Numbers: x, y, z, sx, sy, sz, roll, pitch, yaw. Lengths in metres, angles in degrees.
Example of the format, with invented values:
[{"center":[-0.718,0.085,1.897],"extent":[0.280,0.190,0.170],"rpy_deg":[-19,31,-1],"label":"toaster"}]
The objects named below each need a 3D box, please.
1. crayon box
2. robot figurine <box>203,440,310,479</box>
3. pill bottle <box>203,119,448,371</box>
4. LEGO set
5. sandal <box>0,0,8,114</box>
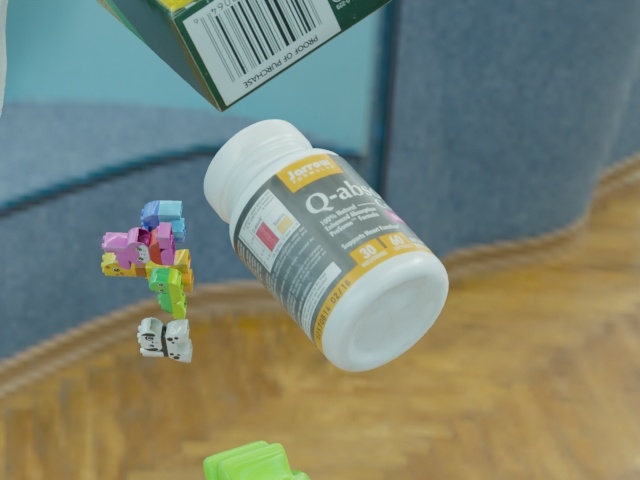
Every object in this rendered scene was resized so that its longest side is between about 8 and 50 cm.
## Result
[{"center":[-0.014,-0.291,1.562],"extent":[0.363,0.106,0.313],"rpy_deg":[-34,37,-10],"label":"crayon box"},{"center":[-0.029,0.171,1.091],"extent":[0.067,0.115,0.101],"rpy_deg":[-16,4,-23],"label":"robot figurine"},{"center":[0.000,0.000,2.165],"extent":[0.162,0.162,0.278],"rpy_deg":[-14,49,-37],"label":"pill bottle"},{"center":[-0.186,0.030,2.050],"extent":[0.093,0.227,0.087],"rpy_deg":[2,53,4],"label":"LEGO set"},{"center":[-0.324,-0.190,1.690],"extent":[0.102,0.265,0.076],"rpy_deg":[30,38,21],"label":"sandal"}]
